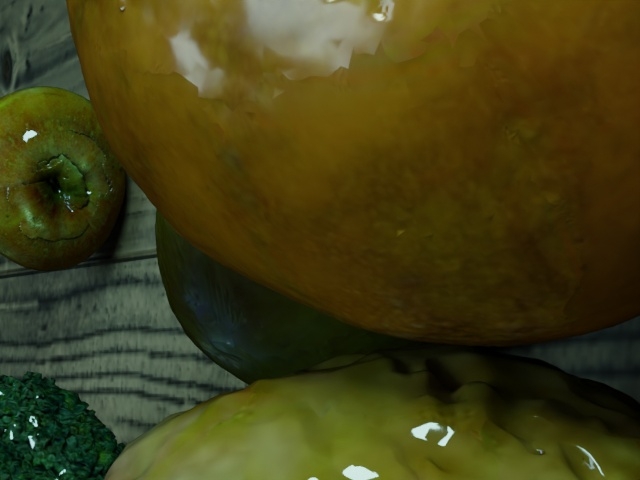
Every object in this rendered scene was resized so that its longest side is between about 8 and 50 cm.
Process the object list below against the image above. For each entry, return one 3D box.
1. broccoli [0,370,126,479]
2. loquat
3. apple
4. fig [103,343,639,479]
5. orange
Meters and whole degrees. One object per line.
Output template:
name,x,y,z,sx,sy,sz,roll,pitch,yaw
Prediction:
broccoli,-0.192,0.221,0.946,0.297,0.297,0.297,167,90,-83
loquat,0.000,0.000,0.799,0.195,0.152,0.152,-43,49,49
apple,-0.171,-0.040,1.138,0.102,0.099,0.114,21,128,67
fig,0.027,0.165,0.699,0.368,0.286,0.286,-82,2,-84
orange,0.055,-0.099,0.611,0.284,0.284,0.226,58,174,46
